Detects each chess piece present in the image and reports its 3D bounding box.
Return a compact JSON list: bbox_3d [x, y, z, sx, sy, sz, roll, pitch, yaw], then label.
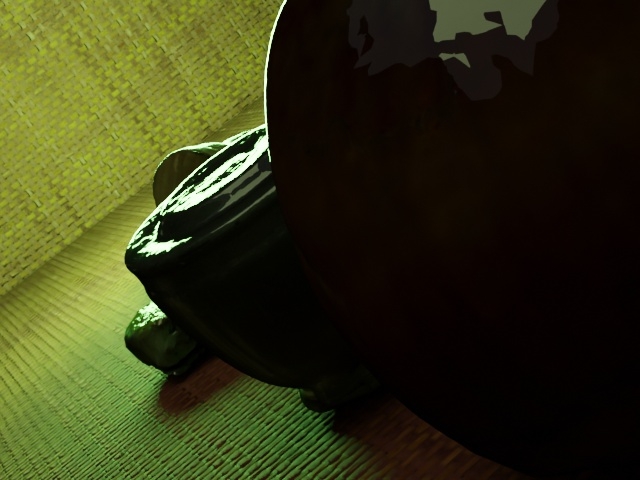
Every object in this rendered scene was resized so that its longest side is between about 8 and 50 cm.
[{"bbox_3d":[-0.065,-0.092,1.772,0.137,0.137,0.301,-25,3,40],"label":"chess piece"}]

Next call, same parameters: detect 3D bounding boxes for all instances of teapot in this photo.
[{"bbox_3d":[-0.019,0.014,1.281,0.239,0.239,0.321,-34,18,7],"label":"teapot"}]

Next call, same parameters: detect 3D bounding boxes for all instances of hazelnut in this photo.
[{"bbox_3d":[0.183,-0.065,0.814,0.429,0.402,0.402,-28,14,11],"label":"hazelnut"}]

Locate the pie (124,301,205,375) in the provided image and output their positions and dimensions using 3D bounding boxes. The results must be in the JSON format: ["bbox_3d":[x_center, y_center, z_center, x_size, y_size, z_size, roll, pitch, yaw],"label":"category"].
[{"bbox_3d":[-0.076,0.032,1.724,0.371,0.078,0.296,-31,14,15],"label":"pie"}]
